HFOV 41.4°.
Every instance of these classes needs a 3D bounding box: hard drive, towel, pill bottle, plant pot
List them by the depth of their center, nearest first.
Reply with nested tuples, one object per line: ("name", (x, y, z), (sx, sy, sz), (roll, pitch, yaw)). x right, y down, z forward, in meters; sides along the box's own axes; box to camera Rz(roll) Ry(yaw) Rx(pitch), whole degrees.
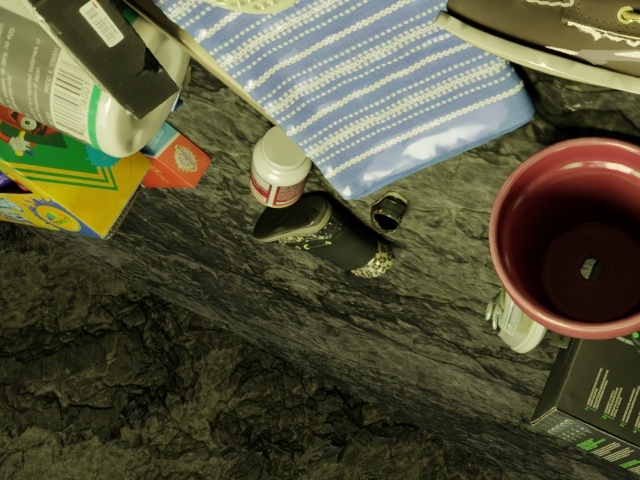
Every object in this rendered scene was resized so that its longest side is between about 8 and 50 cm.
("hard drive", (-0.279, -0.285, 0.785), (0.339, 0.064, 0.237), (52, 178, 15))
("towel", (0.031, -0.176, 0.809), (0.243, 0.040, 0.336), (-21, 135, 29))
("plant pot", (0.291, 0.015, 0.903), (0.201, 0.201, 0.180), (19, 170, 24))
("pill bottle", (-0.356, -0.261, 1.025), (0.361, 0.204, 0.204), (26, 162, 5))
("pill bottle", (-0.057, -0.108, 1.218), (0.086, 0.086, 0.152), (27, 163, 0))

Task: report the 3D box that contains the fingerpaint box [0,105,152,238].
("fingerpaint box", (-0.555, -0.182, 1.391), (0.445, 0.163, 0.371), (8, 152, 47))

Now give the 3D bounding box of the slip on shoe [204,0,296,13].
("slip on shoe", (-0.145, -0.302, 0.671), (0.331, 0.101, 0.123), (32, 120, -5))

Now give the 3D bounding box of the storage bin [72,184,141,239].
("storage bin", (-0.428, -0.078, 1.560), (0.180, 0.122, 0.084), (7, 154, 47))

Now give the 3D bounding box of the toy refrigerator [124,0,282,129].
("toy refrigerator", (-0.097, -0.227, 0.908), (0.269, 0.094, 0.102), (38, -179, -29))

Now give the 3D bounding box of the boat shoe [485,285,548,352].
("boat shoe", (0.286, 0.057, 1.159), (0.103, 0.118, 0.320), (29, 159, 15))

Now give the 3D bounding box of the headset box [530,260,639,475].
("headset box", (0.419, 0.157, 1.014), (0.283, 0.246, 0.131), (23, 162, 9))

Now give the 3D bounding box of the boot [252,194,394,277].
("boot", (0.000, 0.001, 1.451), (0.179, 0.085, 0.236), (33, 161, -25))

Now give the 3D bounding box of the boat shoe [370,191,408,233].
("boat shoe", (0.097, -0.034, 1.283), (0.049, 0.042, 0.133), (25, 164, -1))

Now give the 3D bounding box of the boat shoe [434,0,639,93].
("boat shoe", (0.245, -0.157, 0.633), (0.324, 0.096, 0.116), (23, -157, 24))

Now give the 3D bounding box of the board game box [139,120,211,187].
("board game box", (-0.374, -0.185, 1.493), (0.242, 0.064, 0.316), (39, 159, -34))

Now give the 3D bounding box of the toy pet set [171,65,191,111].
("toy pet set", (-0.241, -0.228, 1.181), (0.114, 0.065, 0.122), (27, 163, 0))
